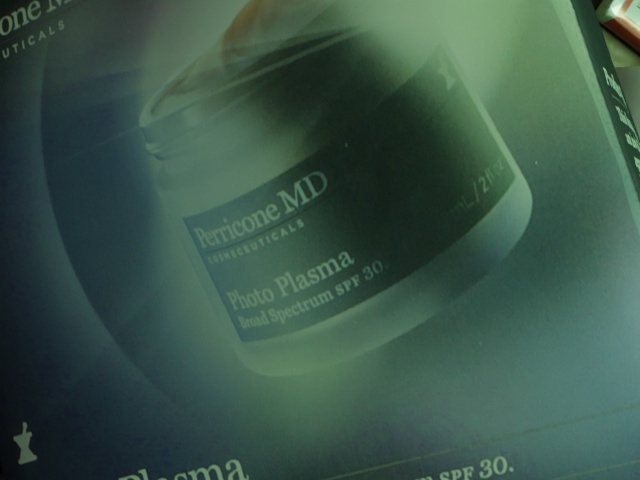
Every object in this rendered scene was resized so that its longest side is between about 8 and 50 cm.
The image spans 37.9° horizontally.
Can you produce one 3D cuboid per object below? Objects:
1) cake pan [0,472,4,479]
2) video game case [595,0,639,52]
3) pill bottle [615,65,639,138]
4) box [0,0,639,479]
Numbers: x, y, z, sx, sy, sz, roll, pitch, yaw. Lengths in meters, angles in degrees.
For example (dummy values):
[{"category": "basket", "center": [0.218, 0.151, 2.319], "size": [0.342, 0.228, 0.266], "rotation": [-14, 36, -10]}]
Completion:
[{"category": "cake pan", "center": [-0.125, 0.242, 0.494], "size": [0.054, 0.293, 0.293], "rotation": [-5, 94, 28]}, {"category": "video game case", "center": [0.361, -0.160, 0.666], "size": [0.285, 0.025, 0.204], "rotation": [34, 86, -9]}, {"category": "pill bottle", "center": [0.199, 0.097, 0.555], "size": [0.210, 0.210, 0.363], "rotation": [12, 90, -10]}, {"category": "box", "center": [0.000, 0.000, 0.435], "size": [0.296, 0.183, 0.294], "rotation": [-20, 79, 22]}]
